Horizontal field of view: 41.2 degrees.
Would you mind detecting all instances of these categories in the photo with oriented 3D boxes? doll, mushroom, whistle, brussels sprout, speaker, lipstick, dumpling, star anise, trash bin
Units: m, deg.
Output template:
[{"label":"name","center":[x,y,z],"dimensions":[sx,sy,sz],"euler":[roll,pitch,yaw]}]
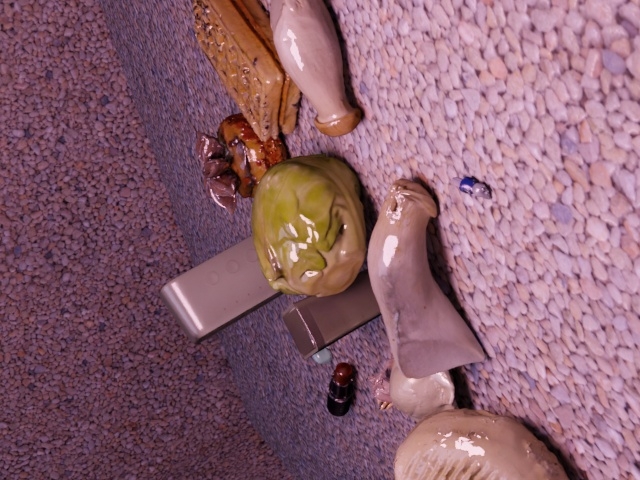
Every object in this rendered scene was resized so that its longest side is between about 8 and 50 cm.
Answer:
[{"label":"doll","center":[-0.013,0.305,2.617],"dimensions":[0.158,0.059,0.159],"euler":[64,160,1]},{"label":"mushroom","center":[0.181,0.074,1.664],"dimensions":[0.126,0.177,0.397],"euler":[-69,-40,-65]},{"label":"whistle","center":[0.255,-0.090,1.441],"dimensions":[0.083,0.029,0.033],"euler":[31,158,47]},{"label":"brussels sprout","center":[-0.030,-0.043,1.887],"dimensions":[0.328,0.247,0.328],"euler":[168,90,-68]},{"label":"speaker","center":[-0.250,0.128,2.494],"dimensions":[0.184,0.406,0.183],"euler":[58,161,7]},{"label":"lipstick","center":[0.061,0.446,2.567],"dimensions":[0.081,0.081,0.300],"euler":[54,160,27]},{"label":"dumpling","center":[0.239,0.340,1.878],"dimensions":[0.179,0.131,0.252],"euler":[25,131,40]},{"label":"mushroom","center":[-0.017,-0.367,1.674],"dimensions":[0.128,0.128,0.350],"euler":[26,142,62]},{"label":"star anise","center":[-0.257,-0.167,2.153],"dimensions":[0.197,0.073,0.212],"euler":[51,155,46]},{"label":"trash bin","center":[0.050,0.160,1.978],"dimensions":[0.122,0.240,0.164],"euler":[61,162,8]}]

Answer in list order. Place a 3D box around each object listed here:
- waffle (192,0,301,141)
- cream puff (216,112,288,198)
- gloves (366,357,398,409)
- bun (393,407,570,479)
[{"label":"waffle","center":[-0.175,-0.442,2.017],"dimensions":[0.376,0.114,0.261],"euler":[57,162,22]},{"label":"cream puff","center":[-0.173,-0.222,2.214],"dimensions":[0.240,0.164,0.240],"euler":[170,90,-75]},{"label":"gloves","center":[0.183,0.351,2.102],"dimensions":[0.110,0.094,0.144],"euler":[40,136,0]},{"label":"bun","center":[0.321,0.485,1.651],"dimensions":[0.362,0.234,0.326],"euler":[6,97,38]}]
